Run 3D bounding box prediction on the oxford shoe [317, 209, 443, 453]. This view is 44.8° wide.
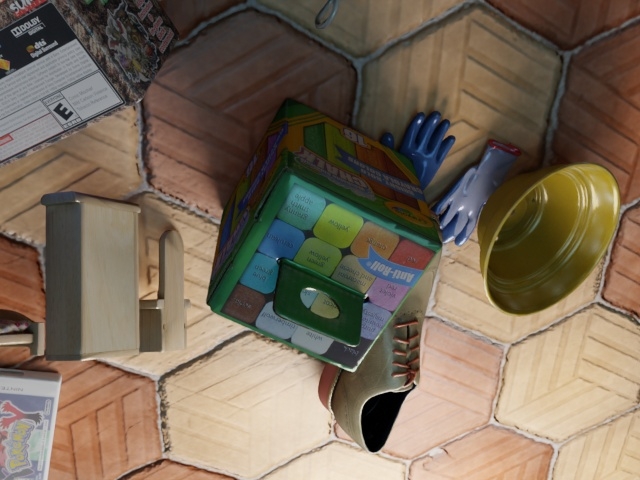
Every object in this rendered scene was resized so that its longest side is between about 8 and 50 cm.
[{"bbox_3d":[0.101,0.125,1.009,0.123,0.130,0.348,-5,125,-28],"label":"oxford shoe"}]

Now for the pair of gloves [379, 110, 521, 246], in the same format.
[{"bbox_3d":[0.151,-0.076,0.982,0.198,0.023,0.159,19,112,-21],"label":"pair of gloves"}]

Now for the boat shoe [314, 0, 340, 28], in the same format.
[{"bbox_3d":[-0.001,-0.292,0.762,0.367,0.136,0.156,-11,121,-2],"label":"boat shoe"}]

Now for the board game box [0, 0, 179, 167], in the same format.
[{"bbox_3d":[-0.314,-0.230,0.694,0.232,0.141,0.291,-19,124,21],"label":"board game box"}]

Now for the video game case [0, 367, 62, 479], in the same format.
[{"bbox_3d":[-0.455,0.254,1.047,0.184,0.023,0.201,9,117,-16],"label":"video game case"}]

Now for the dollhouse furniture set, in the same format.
[{"bbox_3d":[-0.380,0.050,0.903,0.356,0.303,0.173,-3,84,21],"label":"dollhouse furniture set"}]

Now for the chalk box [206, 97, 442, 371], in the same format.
[{"bbox_3d":[0.000,0.000,0.825,0.180,0.289,0.179,25,113,-15],"label":"chalk box"}]

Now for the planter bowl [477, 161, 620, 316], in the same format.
[{"bbox_3d":[0.267,-0.018,0.984,0.217,0.090,0.217,-16,127,-23],"label":"planter bowl"}]
